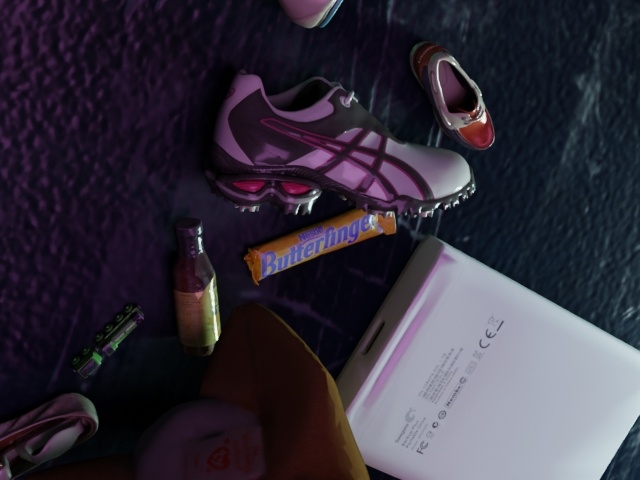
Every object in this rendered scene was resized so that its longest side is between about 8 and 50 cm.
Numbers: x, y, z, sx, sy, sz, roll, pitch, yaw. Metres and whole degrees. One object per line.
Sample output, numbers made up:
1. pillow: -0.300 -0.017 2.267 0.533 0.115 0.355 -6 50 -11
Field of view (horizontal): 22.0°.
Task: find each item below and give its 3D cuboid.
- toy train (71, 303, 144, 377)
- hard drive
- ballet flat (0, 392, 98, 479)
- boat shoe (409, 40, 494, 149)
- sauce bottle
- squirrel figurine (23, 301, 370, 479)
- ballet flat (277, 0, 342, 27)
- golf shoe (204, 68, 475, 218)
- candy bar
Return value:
1. toy train: -0.191 0.091 1.490 0.083 0.023 0.017 -45 125 -5
2. hard drive: 0.181 0.164 1.718 0.353 0.047 0.233 28 95 -34
3. ballet flat: -0.275 0.189 1.468 0.168 0.052 0.057 -31 123 -14
4. boat shoe: 0.131 -0.133 1.564 0.049 0.043 0.137 -43 126 -9
5. sauce bottle: -0.115 0.042 1.501 0.042 0.042 0.128 -16 120 -23
6. squirrel figurine: -0.008 0.313 1.477 0.281 0.397 0.370 -44 139 -18
7. ballet flat: 0.038 -0.299 1.423 0.086 0.086 0.248 35 92 -35
8. golf shoe: 0.030 -0.085 1.494 0.272 0.105 0.120 1 103 -30
9. candy bar: 0.000 0.000 1.563 0.161 0.018 0.040 -21 119 -21
